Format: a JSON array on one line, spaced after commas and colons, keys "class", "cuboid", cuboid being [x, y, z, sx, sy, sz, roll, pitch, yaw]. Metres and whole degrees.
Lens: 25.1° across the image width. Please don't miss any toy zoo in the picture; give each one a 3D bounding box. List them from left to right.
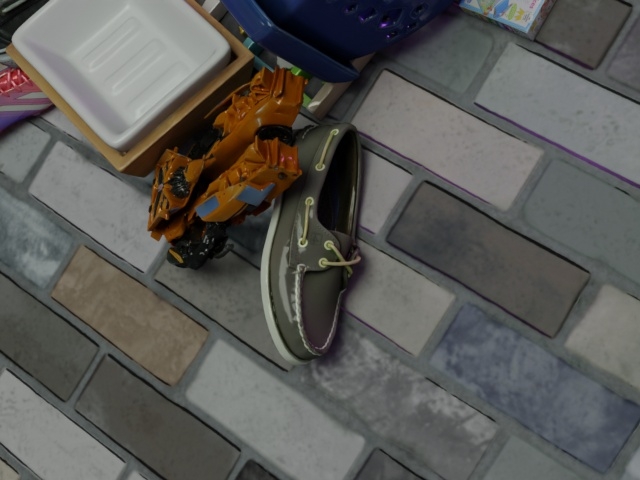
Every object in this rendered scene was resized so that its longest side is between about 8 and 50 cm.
[{"class": "toy zoo", "cuboid": [-0.041, -0.312, 1.897, 0.293, 0.030, 0.192, 42, 95, 30]}]

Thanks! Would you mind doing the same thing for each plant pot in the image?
[{"class": "plant pot", "cuboid": [-0.006, -0.337, 1.742, 0.212, 0.236, 0.236, -46, 59, 14]}]

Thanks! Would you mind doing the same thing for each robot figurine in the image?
[{"class": "robot figurine", "cuboid": [-0.123, -0.088, 1.774, 0.291, 0.085, 0.211, -33, 43, 44]}]

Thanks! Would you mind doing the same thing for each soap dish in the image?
[{"class": "soap dish", "cuboid": [-0.249, -0.235, 1.906, 0.229, 0.118, 0.291, -42, 59, -6]}]

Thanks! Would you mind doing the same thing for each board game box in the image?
[{"class": "board game box", "cuboid": [0.252, -0.333, 1.759, 0.103, 0.026, 0.154, 29, 88, 31]}]

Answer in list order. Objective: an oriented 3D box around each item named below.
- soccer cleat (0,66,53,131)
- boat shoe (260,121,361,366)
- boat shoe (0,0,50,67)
[{"class": "soccer cleat", "cuboid": [-0.445, -0.211, 2.031, 0.248, 0.095, 0.083, -33, 62, 14]}, {"class": "boat shoe", "cuboid": [-0.003, -0.001, 1.729, 0.091, 0.109, 0.305, -12, 65, 34]}, {"class": "boat shoe", "cuboid": [-0.364, -0.396, 2.005, 0.121, 0.119, 0.335, 18, 67, 34]}]
